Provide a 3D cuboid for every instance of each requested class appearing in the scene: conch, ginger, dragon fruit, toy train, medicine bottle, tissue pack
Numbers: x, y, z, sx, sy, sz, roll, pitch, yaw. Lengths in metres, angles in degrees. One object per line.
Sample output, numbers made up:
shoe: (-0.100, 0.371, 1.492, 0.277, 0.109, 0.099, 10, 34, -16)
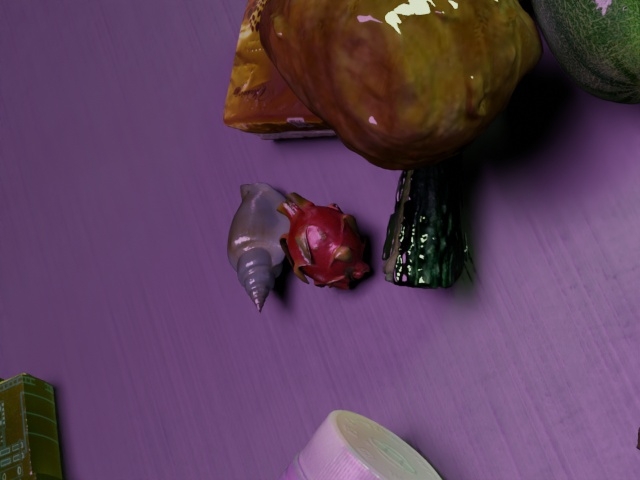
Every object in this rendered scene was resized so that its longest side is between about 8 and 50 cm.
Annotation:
conch: (-0.065, 0.002, 1.833, 0.088, 0.065, 0.180, -29, 49, 32)
ginger: (0.066, -0.197, 1.577, 0.269, 0.200, 0.223, 53, 142, 19)
dragon fruit: (0.001, -0.002, 1.766, 0.086, 0.081, 0.116, -28, 69, 6)
toy train: (-0.378, 0.261, 1.998, 0.137, 0.090, 0.225, -25, 60, 24)
medicine bottle: (-0.004, 0.306, 1.615, 0.254, 0.152, 0.152, -55, 49, 12)
tissue pack: (0.013, -0.204, 1.824, 0.226, 0.092, 0.183, 1, 76, 42)

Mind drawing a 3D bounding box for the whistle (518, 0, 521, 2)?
whistle: (0.169, -0.382, 1.711, 0.189, 0.189, 0.348, -13, 56, 37)

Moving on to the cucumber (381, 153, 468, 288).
cucumber: (0.109, -0.025, 1.686, 0.086, 0.115, 0.193, 5, 68, -3)

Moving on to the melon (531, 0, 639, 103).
melon: (0.285, -0.268, 1.551, 0.182, 0.182, 0.287, -13, 69, 37)

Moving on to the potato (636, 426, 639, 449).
potato: (0.347, 0.124, 1.337, 0.165, 0.165, 0.262, 40, 142, 41)
